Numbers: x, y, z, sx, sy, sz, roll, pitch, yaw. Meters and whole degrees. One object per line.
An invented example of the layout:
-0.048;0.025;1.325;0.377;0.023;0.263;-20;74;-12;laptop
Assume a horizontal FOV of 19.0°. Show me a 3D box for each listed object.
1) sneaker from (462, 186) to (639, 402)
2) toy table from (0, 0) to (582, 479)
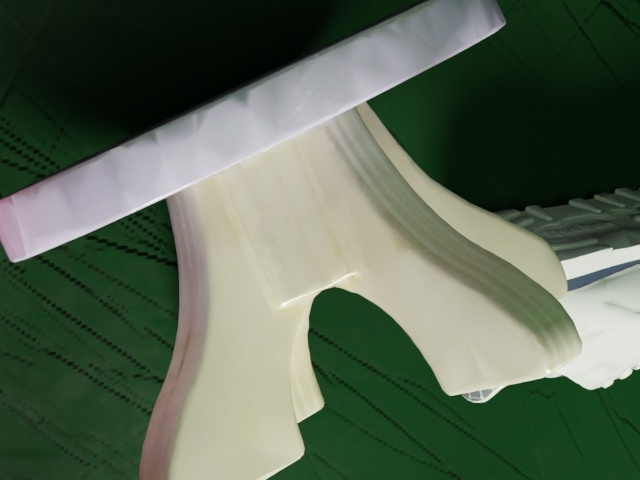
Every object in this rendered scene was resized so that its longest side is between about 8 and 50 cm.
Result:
0.172;0.029;1.062;0.235;0.090;0.095;-5;112;-27;sneaker
0.000;0.000;0.863;0.274;0.252;0.161;-27;96;-25;toy table
